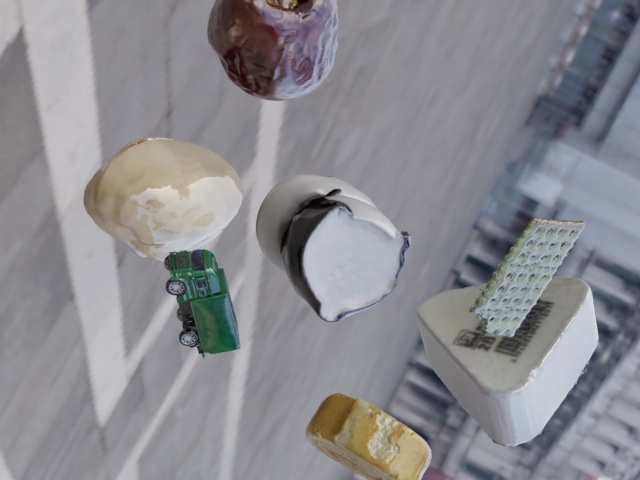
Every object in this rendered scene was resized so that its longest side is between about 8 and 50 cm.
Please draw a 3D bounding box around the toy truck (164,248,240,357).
[{"bbox_3d":[-0.158,0.080,1.753,0.065,0.079,0.147,-103,-179,-53],"label":"toy truck"}]

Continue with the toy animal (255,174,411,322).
[{"bbox_3d":[0.005,-0.006,1.908,0.165,0.187,0.235,-59,-152,12],"label":"toy animal"}]

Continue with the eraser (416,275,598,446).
[{"bbox_3d":[0.345,0.221,2.425,0.331,0.331,0.150,-58,144,-38],"label":"eraser"}]

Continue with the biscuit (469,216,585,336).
[{"bbox_3d":[0.276,0.052,1.822,0.144,0.016,0.203,5,124,-48],"label":"biscuit"}]

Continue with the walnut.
[{"bbox_3d":[-0.064,-0.368,2.172,0.269,0.221,0.244,123,-14,-63],"label":"walnut"}]

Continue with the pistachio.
[{"bbox_3d":[-0.270,-0.080,2.332,0.318,0.193,0.214,-18,112,-49],"label":"pistachio"}]

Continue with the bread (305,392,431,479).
[{"bbox_3d":[0.059,0.234,1.565,0.073,0.149,0.122,-57,168,-17],"label":"bread"}]
